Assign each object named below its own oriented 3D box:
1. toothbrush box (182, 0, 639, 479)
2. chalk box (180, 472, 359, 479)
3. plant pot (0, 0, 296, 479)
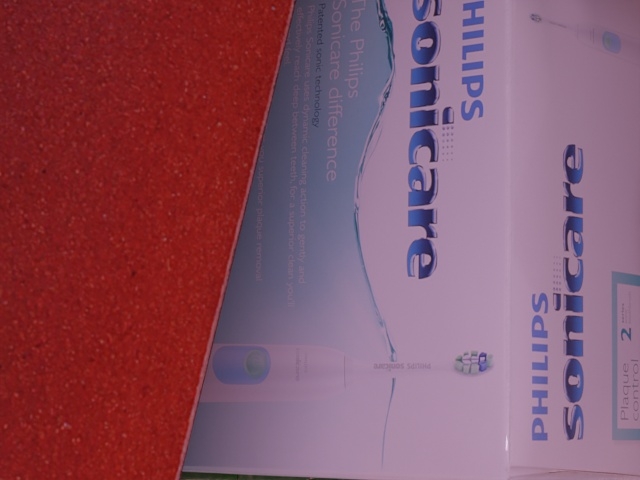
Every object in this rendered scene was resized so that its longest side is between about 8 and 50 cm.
[{"bbox_3d":[0.000,0.000,0.797,0.295,0.216,0.126,-5,171,41],"label":"toothbrush box"},{"bbox_3d":[-0.070,0.091,1.156,0.179,0.289,0.180,3,170,-28],"label":"chalk box"},{"bbox_3d":[-0.172,-0.025,0.609,0.236,0.267,0.267,18,165,-17],"label":"plant pot"}]
